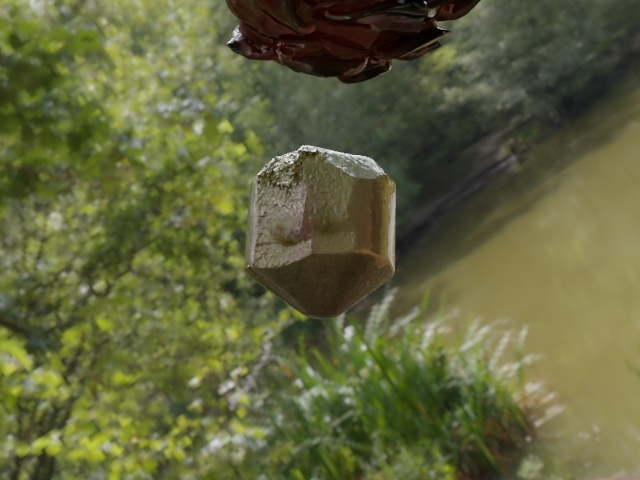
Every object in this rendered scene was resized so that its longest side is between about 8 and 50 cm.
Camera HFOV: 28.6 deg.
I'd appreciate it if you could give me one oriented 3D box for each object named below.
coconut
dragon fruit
[{"bbox_3d":[0.000,0.000,0.948,0.116,0.122,0.116,-1,-21,0],"label":"coconut"},{"bbox_3d":[0.018,-0.126,0.557,0.142,0.130,0.121,-29,-34,23],"label":"dragon fruit"}]
